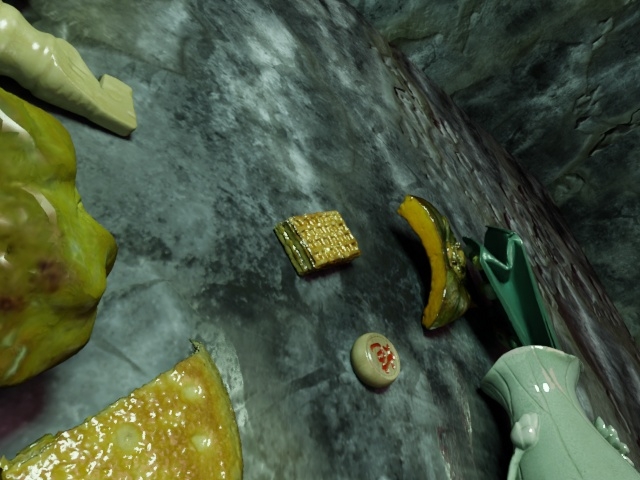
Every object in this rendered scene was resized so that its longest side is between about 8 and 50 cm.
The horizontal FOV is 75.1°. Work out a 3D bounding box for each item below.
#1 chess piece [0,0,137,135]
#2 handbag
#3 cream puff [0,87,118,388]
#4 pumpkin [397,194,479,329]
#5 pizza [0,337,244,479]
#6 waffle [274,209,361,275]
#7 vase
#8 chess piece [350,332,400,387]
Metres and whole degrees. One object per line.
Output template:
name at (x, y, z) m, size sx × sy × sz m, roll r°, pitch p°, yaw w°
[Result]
chess piece at (-0.330, -0.209, 0.524) m, size 0.200 × 0.090 × 0.090 m, roll 28°, pitch 39°, yaw -46°
handbag at (0.402, 0.110, 0.928) m, size 0.269 × 0.100 × 0.274 m, roll -39°, pitch 110°, yaw -79°
cream puff at (-0.298, 0.000, 0.291) m, size 0.282 × 0.185 × 0.282 m, roll -3°, pitch 96°, yaw -29°
pumpkin at (0.273, 0.053, 0.926) m, size 0.258 × 0.095 × 0.290 m, roll 20°, pitch 52°, yaw -53°
pizza at (-0.155, 0.209, 0.337) m, size 0.197 × 0.058 × 0.292 m, roll 26°, pitch 40°, yaw -30°
waffle at (0.000, 0.001, 0.714) m, size 0.148 × 0.042 × 0.102 m, roll -12°, pitch 66°, yaw -52°
vase at (0.395, 0.389, 0.644) m, size 0.250 × 0.250 × 0.445 m, roll 32°, pitch 35°, yaw -24°
chess piece at (0.085, 0.185, 0.643) m, size 0.083 × 0.038 × 0.084 m, roll 30°, pitch 39°, yaw -29°
